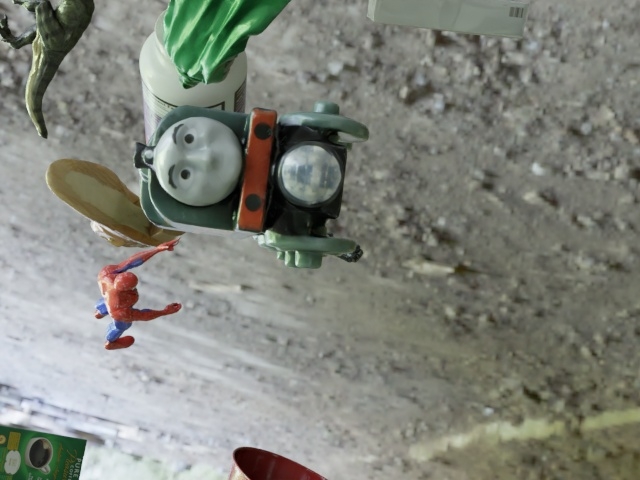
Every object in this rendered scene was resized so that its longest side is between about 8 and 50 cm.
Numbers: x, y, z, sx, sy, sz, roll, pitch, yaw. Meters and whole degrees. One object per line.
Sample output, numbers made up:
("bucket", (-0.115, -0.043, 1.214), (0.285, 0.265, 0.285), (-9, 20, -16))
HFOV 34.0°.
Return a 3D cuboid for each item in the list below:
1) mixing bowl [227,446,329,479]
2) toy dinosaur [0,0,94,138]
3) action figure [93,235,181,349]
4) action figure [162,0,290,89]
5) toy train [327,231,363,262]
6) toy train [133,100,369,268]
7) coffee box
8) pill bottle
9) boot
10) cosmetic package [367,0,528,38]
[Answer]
("mixing bowl", (-0.039, 0.317, 1.159), (0.181, 0.098, 0.181), (27, -177, -1))
("toy dinosaur", (-0.340, -0.262, 1.281), (0.118, 0.064, 0.268), (32, 114, 2))
("action figure", (-0.257, 0.081, 1.517), (0.139, 0.091, 0.280), (-20, 169, -16))
("action figure", (-0.104, -0.223, 1.029), (0.137, 0.063, 0.232), (41, 144, 2))
("toy train", (0.000, 0.000, 1.760), (0.158, 0.036, 0.027), (25, 160, 27))
("toy train", (-0.070, -0.052, 0.943), (0.190, 0.142, 0.334), (6, 180, -7))
("coffee box", (-0.509, 0.389, 1.832), (0.184, 0.113, 0.040), (15, 162, -30))
("pill bottle", (-0.220, -0.259, 1.822), (0.182, 0.181, 0.323), (13, 148, 2))
("boot", (-0.410, -0.052, 1.992), (0.295, 0.104, 0.211), (24, 159, -26))
("cosmetic package", (0.199, -0.365, 1.664), (0.239, 0.060, 0.099), (5, -162, -5))
